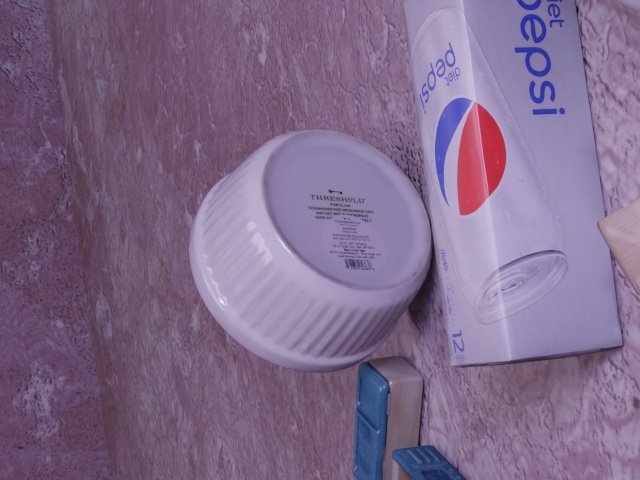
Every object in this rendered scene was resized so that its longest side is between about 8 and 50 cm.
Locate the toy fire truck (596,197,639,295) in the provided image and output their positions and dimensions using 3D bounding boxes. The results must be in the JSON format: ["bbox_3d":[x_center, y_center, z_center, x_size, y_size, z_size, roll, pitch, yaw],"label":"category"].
[{"bbox_3d":[0.239,0.006,0.556,0.246,0.158,0.217,128,132,-75],"label":"toy fire truck"}]

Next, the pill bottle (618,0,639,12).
[{"bbox_3d":[0.189,-0.205,0.782,0.208,0.119,0.119,-120,33,-45],"label":"pill bottle"}]

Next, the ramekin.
[{"bbox_3d":[0.000,0.000,1.181,0.109,0.207,0.207,-48,50,47],"label":"ramekin"}]

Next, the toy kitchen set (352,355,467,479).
[{"bbox_3d":[0.036,0.203,1.169,0.207,0.166,0.122,-141,50,-59],"label":"toy kitchen set"}]

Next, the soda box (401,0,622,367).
[{"bbox_3d":[0.134,-0.056,0.972,0.091,0.098,0.286,161,103,-67],"label":"soda box"}]
